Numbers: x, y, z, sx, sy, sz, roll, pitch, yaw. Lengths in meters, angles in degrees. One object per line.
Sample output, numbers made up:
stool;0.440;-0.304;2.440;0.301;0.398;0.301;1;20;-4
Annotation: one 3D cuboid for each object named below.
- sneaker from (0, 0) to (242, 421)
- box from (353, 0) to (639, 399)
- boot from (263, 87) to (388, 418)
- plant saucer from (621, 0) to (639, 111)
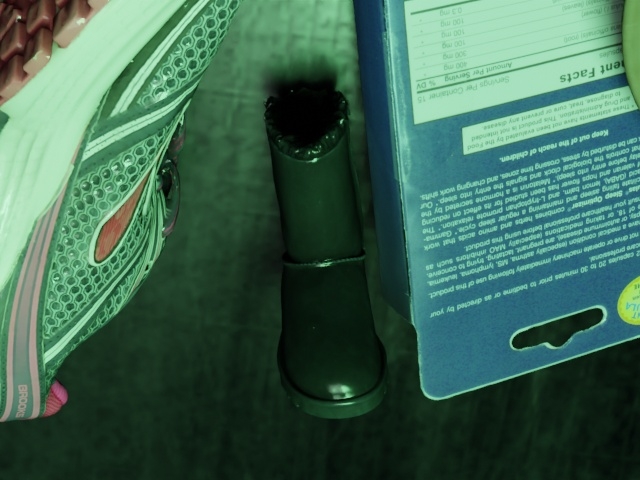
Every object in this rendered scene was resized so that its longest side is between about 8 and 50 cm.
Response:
sneaker;-0.091;-0.051;0.526;0.112;0.121;0.299;24;117;-34
box;0.084;-0.054;0.534;0.136;0.036;0.225;-15;114;-19
boot;0.001;0.000;0.539;0.045;0.121;0.099;-5;120;0
plant saucer;0.241;-0.113;0.473;0.277;0.041;0.278;-6;144;-5
